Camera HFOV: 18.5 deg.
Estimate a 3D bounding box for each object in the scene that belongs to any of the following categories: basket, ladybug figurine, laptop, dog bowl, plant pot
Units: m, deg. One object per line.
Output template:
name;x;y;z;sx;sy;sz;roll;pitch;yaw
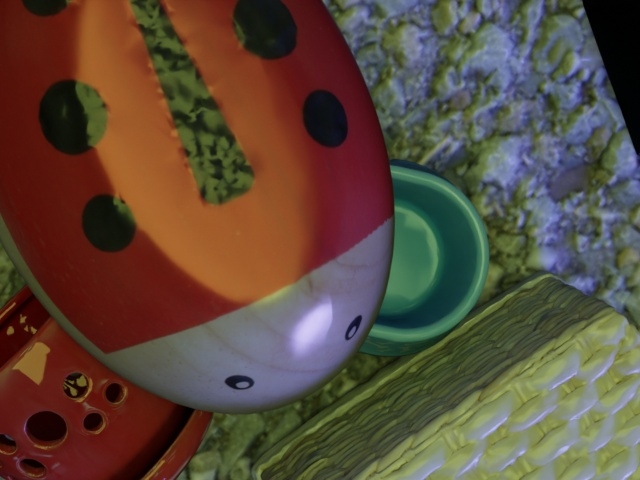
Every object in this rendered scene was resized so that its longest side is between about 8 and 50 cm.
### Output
basket;0.171;0.245;1.616;0.331;0.266;0.328;-34;98;-6
ladybug figurine;-0.103;-0.081;1.451;0.305;0.162;0.449;-30;95;-11
laptop;0.348;-0.112;1.623;0.264;0.234;0.136;15;93;-8
dog bowl;0.000;0.000;1.593;0.297;0.074;0.165;12;86;-11
plant pot;-0.191;0.126;1.596;0.174;0.191;0.191;44;88;-17

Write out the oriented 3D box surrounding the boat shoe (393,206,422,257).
boat shoe;-0.022;0.018;1.666;0.224;0.080;0.073;-27;89;-7
